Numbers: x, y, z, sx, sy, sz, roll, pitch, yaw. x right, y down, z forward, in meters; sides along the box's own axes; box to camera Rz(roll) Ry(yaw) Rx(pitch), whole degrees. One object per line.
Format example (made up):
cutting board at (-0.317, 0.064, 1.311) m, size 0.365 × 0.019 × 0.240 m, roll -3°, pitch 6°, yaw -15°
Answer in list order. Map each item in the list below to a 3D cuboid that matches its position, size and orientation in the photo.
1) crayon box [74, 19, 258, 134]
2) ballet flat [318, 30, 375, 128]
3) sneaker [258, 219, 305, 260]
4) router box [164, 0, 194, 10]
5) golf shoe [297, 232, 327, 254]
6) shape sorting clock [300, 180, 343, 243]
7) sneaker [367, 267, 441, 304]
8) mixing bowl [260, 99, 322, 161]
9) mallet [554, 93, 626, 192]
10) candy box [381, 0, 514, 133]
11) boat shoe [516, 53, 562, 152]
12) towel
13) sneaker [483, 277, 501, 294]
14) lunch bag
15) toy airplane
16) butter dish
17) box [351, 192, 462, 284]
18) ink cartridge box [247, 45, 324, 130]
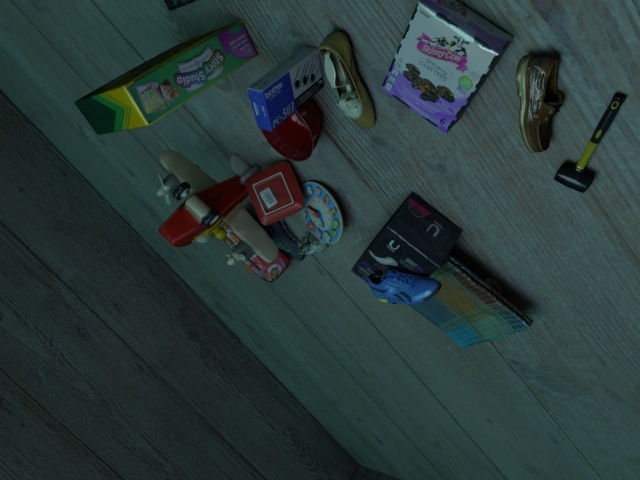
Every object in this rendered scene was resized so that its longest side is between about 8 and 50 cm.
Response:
crayon box at (-0.390, -0.410, 1.173) m, size 0.313 × 0.363 × 0.106 m, roll 7°, pitch 134°, yaw 45°
ballet flat at (0.053, -0.340, 1.031) m, size 0.080 × 0.073 × 0.232 m, roll 9°, pitch 136°, yaw 45°
sneaker at (-0.149, 0.005, 1.681) m, size 0.083 × 0.098 × 0.223 m, roll -7°, pitch 124°, yaw 53°
router box at (-0.377, -0.656, 1.170) m, size 0.092 × 0.038 × 0.122 m, roll 11°, pitch 138°, yaw 43°
golf shoe at (0.000, 0.000, 1.556) m, size 0.086 × 0.069 × 0.176 m, roll 14°, pitch 152°, yaw -36°
shape sorting clock at (-0.003, -0.083, 1.421) m, size 0.206 × 0.040 × 0.206 m, roll 41°, pitch 147°, yaw 34°
sneaker at (0.199, 0.108, 1.150) m, size 0.209 × 0.069 × 0.082 m, roll -10°, pitch 120°, yaw 51°
mixing bowl at (-0.063, -0.305, 1.187) m, size 0.181 × 0.098 × 0.181 m, roll 30°, pitch 149°, yaw 21°
mallet at (0.465, -0.170, 0.808) m, size 0.062 × 0.039 × 0.189 m, roll 27°, pitch 142°, yaw 29°
candy box at (0.223, -0.324, 0.854) m, size 0.165 × 0.070 × 0.196 m, roll 38°, pitch 150°, yaw 8°
boat shoe at (0.380, -0.230, 0.796) m, size 0.060 × 0.064 × 0.178 m, roll 14°, pitch 137°, yaw 43°
towel at (0.382, 0.187, 1.295) m, size 0.271 × 0.040 × 0.370 m, roll 39°, pitch 159°, yaw 6°
sneaker at (0.449, 0.147, 1.221) m, size 0.119 × 0.047 × 0.057 m, roll 58°, pitch 158°, yaw -22°
lunch bag at (-0.254, 0.029, 1.759) m, size 0.293 × 0.120 × 0.258 m, roll 45°, pitch 165°, yaw -1°
toy airplane at (-0.337, -0.104, 1.498) m, size 0.384 × 0.386 × 0.272 m, roll 11°, pitch 137°, yaw -32°
butter dish at (-0.130, -0.149, 1.450) m, size 0.160 × 0.118 × 0.160 m, roll -22°, pitch 94°, yaw 14°
box at (0.220, 0.030, 1.234) m, size 0.165 × 0.143 × 0.270 m, roll 38°, pitch 149°, yaw 4°
ink cartridge box at (-0.072, -0.344, 1.039) m, size 0.046 × 0.207 × 0.097 m, roll 22°, pitch 144°, yaw 29°
